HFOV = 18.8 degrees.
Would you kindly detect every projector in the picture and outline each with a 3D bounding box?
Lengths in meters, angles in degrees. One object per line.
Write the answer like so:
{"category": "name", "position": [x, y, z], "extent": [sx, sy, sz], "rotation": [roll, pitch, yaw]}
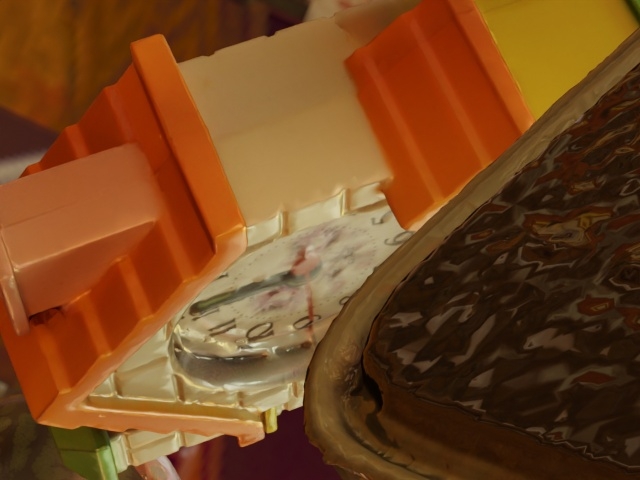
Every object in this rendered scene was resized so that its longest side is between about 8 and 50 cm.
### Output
{"category": "projector", "position": [0.181, 0.071, 0.429], "extent": [0.248, 0.248, 0.249], "rotation": [-41, 116, -21]}

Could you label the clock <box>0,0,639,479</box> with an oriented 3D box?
{"category": "clock", "position": [0.000, 0.000, 0.749], "extent": [0.255, 0.106, 0.220], "rotation": [-20, 152, -10]}

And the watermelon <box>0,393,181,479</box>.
{"category": "watermelon", "position": [-0.176, 0.197, 1.201], "extent": [0.212, 0.212, 0.212], "rotation": [-57, 164, -27]}
